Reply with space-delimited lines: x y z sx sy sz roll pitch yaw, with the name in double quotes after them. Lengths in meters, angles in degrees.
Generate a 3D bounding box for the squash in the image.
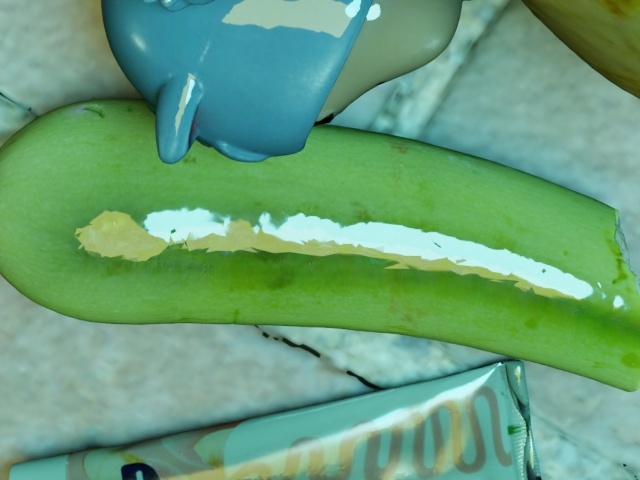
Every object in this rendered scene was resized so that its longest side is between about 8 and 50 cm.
0.000 0.000 0.688 0.250 0.083 0.083 8 112 -3 "squash"

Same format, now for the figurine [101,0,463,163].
0.005 -0.109 0.614 0.144 0.114 0.178 1 115 -15 "figurine"

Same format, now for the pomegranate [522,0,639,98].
0.146 -0.148 0.542 0.248 0.248 0.248 1 112 3 "pomegranate"

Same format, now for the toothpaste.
-0.018 0.088 0.745 0.205 0.036 0.056 -10 109 3 "toothpaste"
